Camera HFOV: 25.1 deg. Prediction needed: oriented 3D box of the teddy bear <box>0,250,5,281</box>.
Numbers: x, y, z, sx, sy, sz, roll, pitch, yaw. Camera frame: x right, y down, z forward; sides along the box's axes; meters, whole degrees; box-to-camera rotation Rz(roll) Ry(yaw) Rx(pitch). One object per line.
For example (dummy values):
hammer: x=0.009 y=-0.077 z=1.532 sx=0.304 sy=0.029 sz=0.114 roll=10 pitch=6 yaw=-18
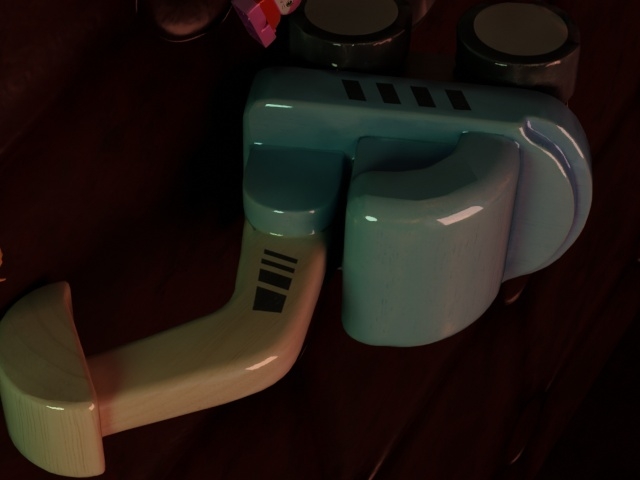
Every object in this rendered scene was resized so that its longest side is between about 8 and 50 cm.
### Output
teddy bear: x=-0.273 y=-0.004 z=0.759 sx=0.245 sy=0.113 sz=0.338 roll=-42 pitch=148 yaw=-37

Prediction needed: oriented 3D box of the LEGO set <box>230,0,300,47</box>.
LEGO set: x=-0.065 y=-0.243 z=0.977 sx=0.093 sy=0.087 sz=0.227 roll=-45 pitch=153 yaw=-6

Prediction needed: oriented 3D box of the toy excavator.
toy excavator: x=0.000 y=0.000 z=1.139 sx=0.445 sy=0.433 sz=0.222 roll=-81 pitch=175 yaw=-49

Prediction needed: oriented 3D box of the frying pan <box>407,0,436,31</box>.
frying pan: x=0.051 y=-0.201 z=1.317 sx=0.197 sy=0.053 sz=0.326 roll=1 pitch=109 yaw=-63
